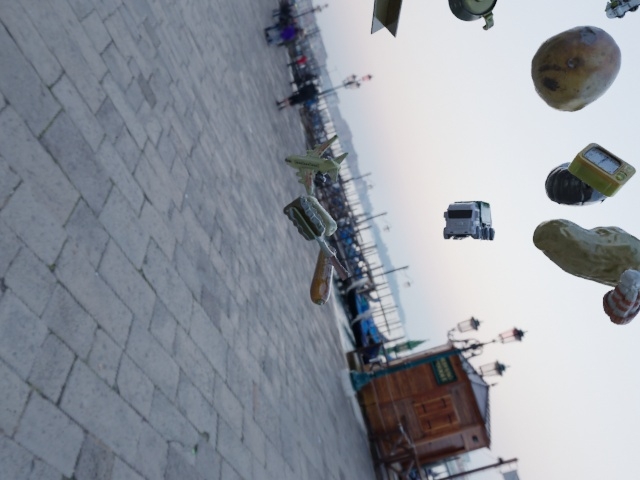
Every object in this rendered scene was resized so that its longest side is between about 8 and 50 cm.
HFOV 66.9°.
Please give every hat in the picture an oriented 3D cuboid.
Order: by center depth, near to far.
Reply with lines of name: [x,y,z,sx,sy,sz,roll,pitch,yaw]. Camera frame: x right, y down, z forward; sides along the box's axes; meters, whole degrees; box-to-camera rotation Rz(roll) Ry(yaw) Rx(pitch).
hat: [0.830,0.144,1.308,0.094,0.112,0.162,34,-27,31]

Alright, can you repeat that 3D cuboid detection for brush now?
brush: [0.000,0.000,1.481,0.301,0.084,0.071,54,17,-16]

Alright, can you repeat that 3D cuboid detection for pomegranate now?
pomegranate: [0.864,-0.580,1.651,0.281,0.281,0.281,-19,90,-84]

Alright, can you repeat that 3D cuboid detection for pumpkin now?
pumpkin: [1.228,-0.296,2.311,0.296,0.296,0.295,-19,90,-84]

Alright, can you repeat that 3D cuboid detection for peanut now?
peanut: [0.879,0.034,1.550,0.169,0.388,0.192,53,56,-77]

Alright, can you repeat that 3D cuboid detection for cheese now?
cheese: [-0.006,-0.087,1.721,0.043,0.064,0.194,9,30,-39]

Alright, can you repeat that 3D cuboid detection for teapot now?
teapot: [0.416,-0.634,1.284,0.165,0.130,0.119,51,16,-24]

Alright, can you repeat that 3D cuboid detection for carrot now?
carrot: [0.008,0.116,1.564,0.225,0.067,0.067,-77,153,-42]

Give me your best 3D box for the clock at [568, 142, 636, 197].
clock: [1.084,-0.275,1.869,0.202,0.143,0.096,43,-26,23]

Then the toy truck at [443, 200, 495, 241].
toy truck: [0.442,-0.056,1.429,0.253,0.114,0.123,3,87,-59]

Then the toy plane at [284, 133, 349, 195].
toy plane: [-0.022,-0.251,1.615,0.092,0.244,0.228,37,70,-44]

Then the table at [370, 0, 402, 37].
table: [0.243,-0.850,1.737,0.226,0.167,0.167,87,-13,-70]

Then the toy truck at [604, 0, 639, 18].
toy truck: [1.053,-0.832,1.693,0.076,0.111,0.076,22,61,-40]
